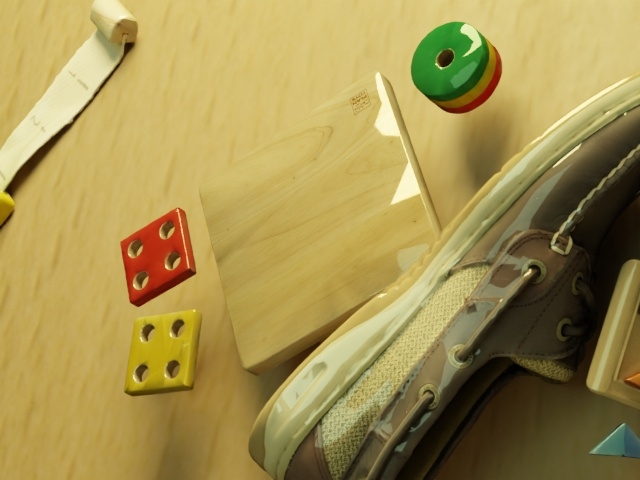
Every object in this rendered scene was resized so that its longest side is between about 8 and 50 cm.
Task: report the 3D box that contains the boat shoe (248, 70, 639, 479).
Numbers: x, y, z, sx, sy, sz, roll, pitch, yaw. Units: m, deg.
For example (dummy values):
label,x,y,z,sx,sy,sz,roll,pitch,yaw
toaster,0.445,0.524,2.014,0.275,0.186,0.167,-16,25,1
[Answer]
label,x,y,z,sx,sy,sz,roll,pitch,yaw
boat shoe,0.091,0.036,0.805,0.285,0.103,0.092,-43,70,2

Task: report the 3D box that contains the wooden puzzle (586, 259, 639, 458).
label,x,y,z,sx,sy,sz,roll,pitch,yaw
wooden puzzle,0.167,0.050,0.762,0.014,0.078,0.116,131,152,-77

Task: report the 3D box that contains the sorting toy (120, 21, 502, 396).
label,x,y,z,sx,sy,sz,roll,pitch,yaw
sorting toy,0.000,0.000,0.919,0.274,0.046,0.132,-32,53,20

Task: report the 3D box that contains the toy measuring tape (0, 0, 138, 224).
label,x,y,z,sx,sy,sz,roll,pitch,yaw
toy measuring tape,-0.263,-0.051,1.099,0.330,0.121,0.121,-49,48,7
